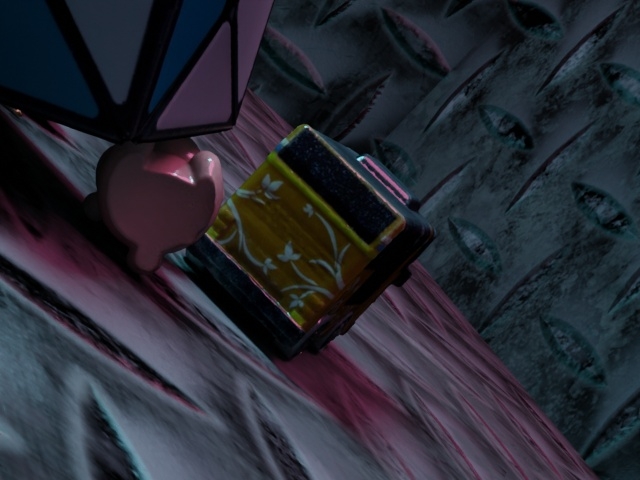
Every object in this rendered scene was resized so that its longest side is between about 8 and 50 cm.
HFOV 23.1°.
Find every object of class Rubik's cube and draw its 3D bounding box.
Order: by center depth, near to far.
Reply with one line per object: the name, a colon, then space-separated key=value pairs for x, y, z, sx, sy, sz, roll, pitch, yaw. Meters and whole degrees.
Rubik's cube: x=-0.179 y=-0.229 z=1.282 sx=0.250 sy=0.248 sz=0.246 roll=20 pitch=13 yaw=13

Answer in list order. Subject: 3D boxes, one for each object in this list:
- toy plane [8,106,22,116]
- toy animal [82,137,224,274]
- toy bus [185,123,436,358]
toy plane: x=-0.326 y=-0.193 z=1.427 sx=0.188 sy=0.062 sz=0.135 roll=45 pitch=32 yaw=-15
toy animal: x=-0.150 y=-0.049 z=1.379 sx=0.124 sy=0.124 sz=0.212 roll=43 pitch=0 yaw=-13
toy bus: x=0.000 y=0.000 z=1.618 sx=0.162 sy=0.194 sz=0.323 roll=44 pitch=6 yaw=9
